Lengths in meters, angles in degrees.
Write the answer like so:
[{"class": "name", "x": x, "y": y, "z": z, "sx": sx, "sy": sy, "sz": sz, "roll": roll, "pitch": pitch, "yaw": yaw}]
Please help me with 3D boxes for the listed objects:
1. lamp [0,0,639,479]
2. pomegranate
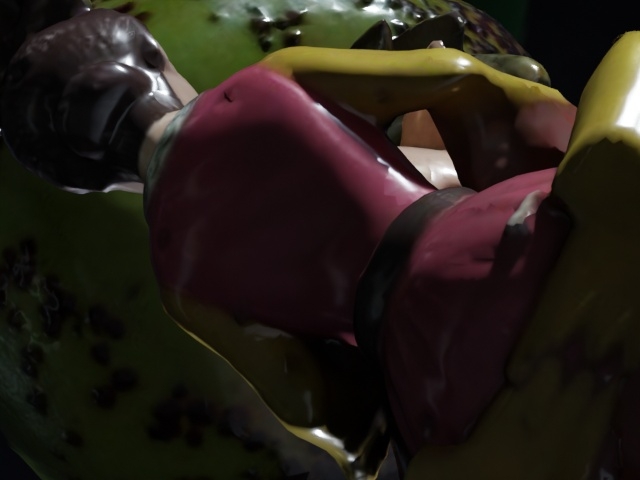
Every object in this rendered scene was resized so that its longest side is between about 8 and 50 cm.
[{"class": "lamp", "x": 0.037, "y": 0.017, "z": 0.364, "sx": 0.118, "sy": 0.253, "sz": 0.118, "roll": -27, "pitch": -51, "yaw": -39}, {"class": "pomegranate", "x": 0.000, "y": 0.000, "z": 0.754, "sx": 0.285, "sy": 0.285, "sz": 0.341, "roll": -62, "pitch": 14, "yaw": -19}]
